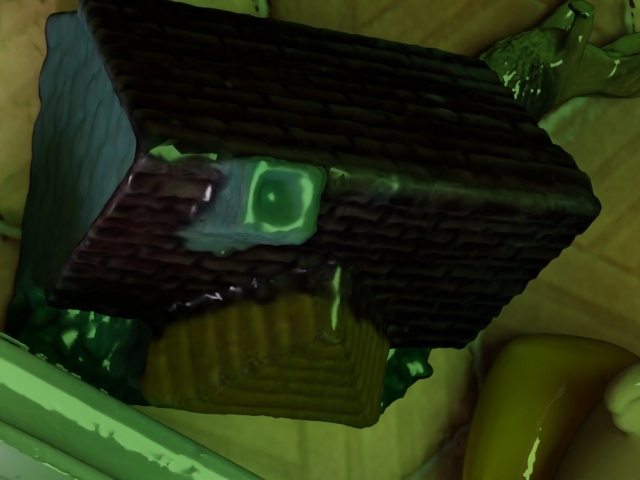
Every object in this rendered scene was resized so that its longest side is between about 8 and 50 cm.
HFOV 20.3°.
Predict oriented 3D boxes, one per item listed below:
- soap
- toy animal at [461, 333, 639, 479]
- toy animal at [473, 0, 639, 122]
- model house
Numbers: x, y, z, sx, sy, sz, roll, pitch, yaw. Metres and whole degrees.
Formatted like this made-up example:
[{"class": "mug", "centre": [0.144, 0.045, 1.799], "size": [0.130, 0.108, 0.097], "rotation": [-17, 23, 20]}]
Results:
[{"class": "soap", "centre": [-0.156, 0.140, 0.924], "size": [0.261, 0.094, 0.150], "rotation": [32, 119, -18]}, {"class": "toy animal", "centre": [0.257, 0.201, 1.062], "size": [0.345, 0.247, 0.278], "rotation": [27, 62, -26]}, {"class": "toy animal", "centre": [0.174, -0.122, 1.112], "size": [0.219, 0.069, 0.086], "rotation": [-14, 120, -19]}, {"class": "model house", "centre": [0.000, 0.000, 0.938], "size": [0.280, 0.249, 0.230], "rotation": [5, 95, -26]}]
